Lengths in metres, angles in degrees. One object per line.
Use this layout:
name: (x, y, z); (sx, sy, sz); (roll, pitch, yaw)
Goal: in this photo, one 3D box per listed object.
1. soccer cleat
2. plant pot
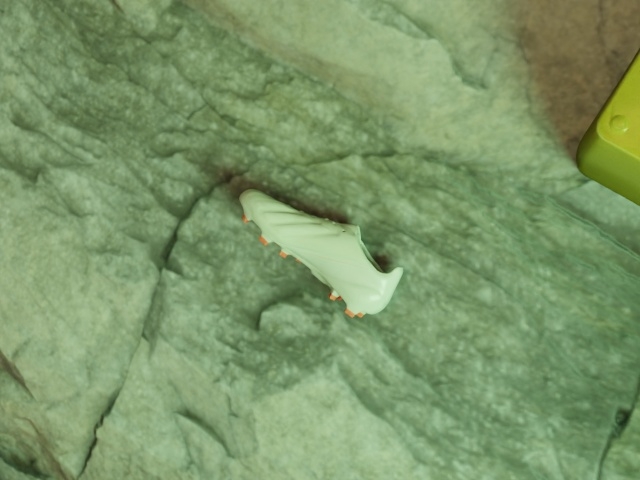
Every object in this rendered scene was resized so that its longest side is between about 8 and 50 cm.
soccer cleat: (0.000, 0.000, 1.098); (0.196, 0.068, 0.076); (40, 99, 13)
plant pot: (0.342, -0.108, 0.877); (0.212, 0.187, 0.212); (34, 102, 22)
